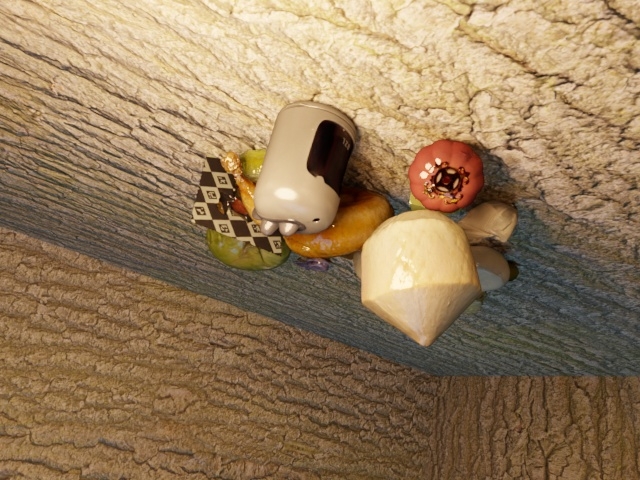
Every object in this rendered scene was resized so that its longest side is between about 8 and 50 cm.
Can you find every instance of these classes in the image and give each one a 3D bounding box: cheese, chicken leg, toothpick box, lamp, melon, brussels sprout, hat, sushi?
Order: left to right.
[{"bbox_3d":[-0.251,-0.093,1.548,0.294,0.292,0.059,26,133,-29],"label":"sushi"},{"bbox_3d":[-0.203,-0.143,1.462,0.107,0.087,0.251,5,136,49],"label":"chicken leg"},{"bbox_3d":[-0.251,-0.019,1.817,0.328,0.247,0.328,0,148,0],"label":"brussels sprout"},{"bbox_3d":[-0.053,-0.153,1.244,0.229,0.316,0.229,13,159,5],"label":"toothpick box"},{"bbox_3d":[-0.029,0.105,2.245,0.191,0.042,0.105,-8,149,45],"label":"cheese"},{"bbox_3d":[0.329,-0.121,1.439,0.118,0.064,0.210,29,157,-35],"label":"melon"},{"bbox_3d":[0.304,-0.157,1.244,0.182,0.140,0.181,5,113,12],"label":"lamp"},{"bbox_3d":[0.412,-0.053,1.427,0.226,0.164,0.219,15,179,-1],"label":"hat"}]

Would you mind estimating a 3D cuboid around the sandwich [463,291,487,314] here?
[{"bbox_3d":[0.502,0.181,1.991,0.325,0.131,0.262,26,154,-23],"label":"sandwich"}]

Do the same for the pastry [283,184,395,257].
[{"bbox_3d":[0.041,-0.060,1.458,0.356,0.163,0.356,-1,-162,0],"label":"pastry"}]

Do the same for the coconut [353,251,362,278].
[{"bbox_3d":[0.214,0.057,1.768,0.222,0.202,0.202,24,157,-38],"label":"coconut"}]

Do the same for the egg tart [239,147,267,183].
[{"bbox_3d":[-0.154,-0.194,1.530,0.197,0.078,0.197,13,159,5],"label":"egg tart"}]

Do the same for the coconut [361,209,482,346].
[{"bbox_3d":[0.241,0.095,1.243,0.329,0.328,0.328,12,159,5],"label":"coconut"}]

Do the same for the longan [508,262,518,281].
[{"bbox_3d":[0.661,0.109,1.810,0.075,0.075,0.083,0,-164,31],"label":"longan"}]

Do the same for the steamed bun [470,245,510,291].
[{"bbox_3d":[0.527,0.088,1.736,0.177,0.130,0.228,37,152,-25],"label":"steamed bun"}]

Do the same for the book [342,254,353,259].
[{"bbox_3d":[0.000,0.000,1.995,0.296,0.020,0.208,15,159,-1],"label":"book"}]
